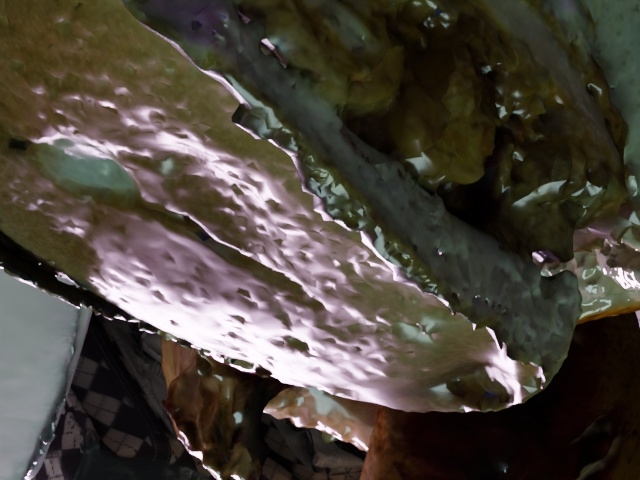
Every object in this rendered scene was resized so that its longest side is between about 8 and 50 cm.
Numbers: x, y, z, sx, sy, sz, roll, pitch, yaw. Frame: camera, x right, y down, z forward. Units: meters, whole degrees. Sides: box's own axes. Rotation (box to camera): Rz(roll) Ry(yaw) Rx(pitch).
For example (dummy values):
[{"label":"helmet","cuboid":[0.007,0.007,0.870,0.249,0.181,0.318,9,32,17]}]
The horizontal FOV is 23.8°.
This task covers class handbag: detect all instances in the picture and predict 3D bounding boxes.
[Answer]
[{"label":"handbag","cuboid":[-0.099,0.185,1.462,0.416,0.180,0.317,9,-165,-32]}]

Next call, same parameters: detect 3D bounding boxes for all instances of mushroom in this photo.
[{"label":"mushroom","cuboid":[0.086,0.150,1.241,0.356,0.331,0.334,-9,175,21]}]

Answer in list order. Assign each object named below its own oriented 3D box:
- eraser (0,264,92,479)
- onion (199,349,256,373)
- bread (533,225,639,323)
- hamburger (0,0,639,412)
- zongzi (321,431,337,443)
[{"label":"eraser","cuboid":[-0.218,-0.021,0.866,0.331,0.150,0.331,6,138,6]},{"label":"onion","cuboid":[0.000,0.000,0.895,0.230,0.230,0.163,-1,129,-1]},{"label":"bread","cuboid":[0.213,-0.045,0.890,0.192,0.171,0.314,-9,172,-17]},{"label":"hamburger","cuboid":[-0.029,-0.070,0.640,0.277,0.195,0.318,-4,140,45]},{"label":"zongzi","cuboid":[0.002,0.055,1.419,0.094,0.204,0.205,-28,-165,15]}]
